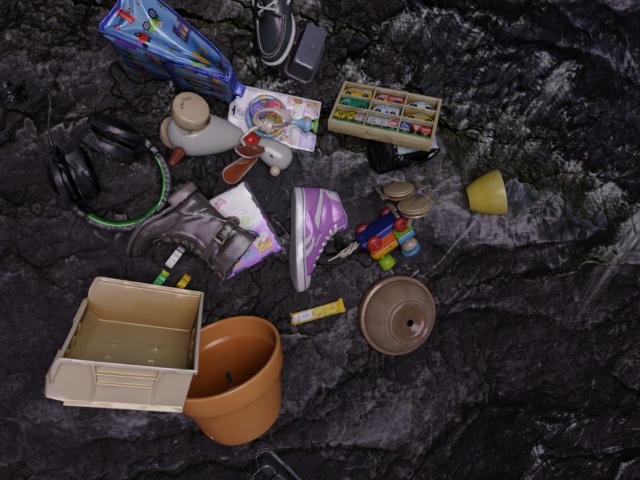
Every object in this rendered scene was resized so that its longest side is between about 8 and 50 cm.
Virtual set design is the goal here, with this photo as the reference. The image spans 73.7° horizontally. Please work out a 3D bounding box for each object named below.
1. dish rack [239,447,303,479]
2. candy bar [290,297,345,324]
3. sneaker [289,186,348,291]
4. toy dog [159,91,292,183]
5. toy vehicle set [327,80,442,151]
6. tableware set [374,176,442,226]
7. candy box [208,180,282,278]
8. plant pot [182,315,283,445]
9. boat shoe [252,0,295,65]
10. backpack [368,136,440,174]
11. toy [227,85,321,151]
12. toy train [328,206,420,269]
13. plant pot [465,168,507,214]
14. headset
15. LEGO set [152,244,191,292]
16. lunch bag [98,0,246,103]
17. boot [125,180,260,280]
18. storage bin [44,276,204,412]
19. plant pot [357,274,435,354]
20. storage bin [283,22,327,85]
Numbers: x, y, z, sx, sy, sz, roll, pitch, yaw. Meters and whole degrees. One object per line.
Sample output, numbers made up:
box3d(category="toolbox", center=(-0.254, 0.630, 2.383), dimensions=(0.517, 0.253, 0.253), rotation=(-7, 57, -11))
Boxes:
box3d(category="dish rack", center=(-0.183, 0.746, 1.189), dimensions=(0.271, 0.074, 0.208), rotation=(-41, 101, -5))
box3d(category="candy bar", center=(-0.008, 0.203, 1.208), dimensions=(0.161, 0.018, 0.040), rotation=(-14, 94, -11))
box3d(category="sneaker", center=(0.000, 0.000, 1.152), dimensions=(0.161, 0.102, 0.282), rotation=(2, 94, -16))
box3d(category="toy dog", center=(-0.236, -0.219, 1.038), dimensions=(0.333, 0.220, 0.161), rotation=(9, 70, -4))
box3d(category="toy vehicle set", center=(0.168, -0.326, 1.106), dimensions=(0.266, 0.035, 0.166), rotation=(13, 58, 8))
box3d(category="tableware set", center=(0.234, -0.107, 1.160), dimensions=(0.128, 0.194, 0.039), rotation=(-15, 122, -5))
box3d(category="candy box", center=(-0.216, -0.029, 1.100), dimensions=(0.164, 0.070, 0.196), rotation=(-28, 100, 1))
box3d(category="plant pot", center=(-0.215, 0.354, 1.054), dimensions=(0.290, 0.291, 0.204), rotation=(-19, 115, -11))
box3d(category="boat shoe", center=(-0.122, -0.597, 1.059), dimensions=(0.114, 0.091, 0.303), rotation=(1, 89, 17))
box3d(category="backpack", center=(0.234, -0.257, 1.166), dimensions=(0.181, 0.152, 0.115), rotation=(-17, 94, -17))
box3d(category="toy", center=(-0.119, -0.324, 1.118), dimensions=(0.237, 0.056, 0.137), rotation=(9, 91, -14))
box3d(category="toy train", center=(0.156, 0.029, 1.201), dimensions=(0.248, 0.105, 0.143), rotation=(-36, 119, 1))
box3d(category="plant pot", center=(0.478, -0.131, 1.246), dimensions=(0.095, 0.134, 0.134), rotation=(-12, 98, 13))
box3d(category="headset", center=(-0.522, -0.189, 0.970), dimensions=(0.243, 0.185, 0.394), rotation=(-45, 114, -6))
box3d(category="LEGO set", center=(-0.393, 0.130, 1.073), dimensions=(0.087, 0.093, 0.227), rotation=(37, 86, -13))
box3d(category="lunch bag", center=(-0.303, -0.417, 0.975), dimensions=(0.293, 0.221, 0.138), rotation=(27, 89, -11))
box3d(category="boot", center=(-0.305, 0.012, 1.022), dimensions=(0.263, 0.091, 0.229), rotation=(-43, 98, 6))
box3d(category="storage bin", center=(-0.399, 0.213, 0.914), dimensions=(0.260, 0.262, 0.123), rotation=(12, 116, -18))
box3d(category="plant pot", center=(0.234, 0.223, 1.220), dimensions=(0.237, 0.110, 0.238), rotation=(-1, 96, -13))
box3d(category="storage bin", center=(-0.039, -0.490, 1.104), dimensions=(0.098, 0.091, 0.135), rotation=(21, 89, -14))
